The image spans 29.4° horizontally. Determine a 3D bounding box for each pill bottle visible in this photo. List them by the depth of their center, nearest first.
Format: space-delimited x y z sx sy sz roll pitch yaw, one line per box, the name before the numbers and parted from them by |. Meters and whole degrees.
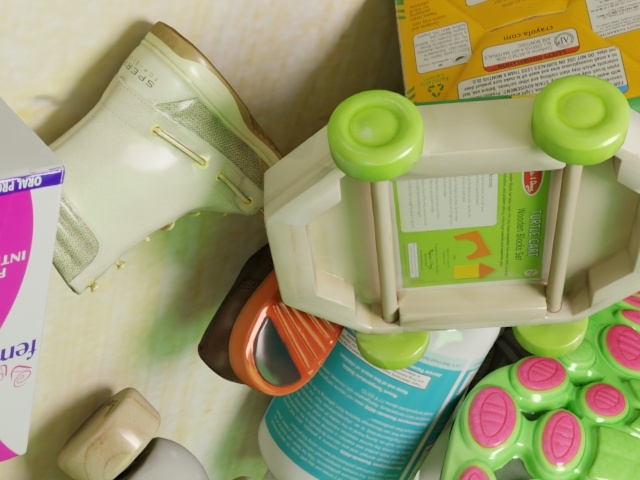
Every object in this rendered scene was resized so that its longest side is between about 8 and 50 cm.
pill bottle | 0.038 0.140 1.070 0.146 0.146 0.264 3 121 -48

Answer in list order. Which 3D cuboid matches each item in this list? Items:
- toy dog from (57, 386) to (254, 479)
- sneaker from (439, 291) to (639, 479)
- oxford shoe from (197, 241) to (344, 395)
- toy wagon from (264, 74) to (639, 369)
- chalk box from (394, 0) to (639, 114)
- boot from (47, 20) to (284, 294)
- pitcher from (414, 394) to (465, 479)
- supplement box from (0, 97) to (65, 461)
toy dog | -0.198 0.262 0.935 0.334 0.220 0.161 -27 179 -21
sneaker | 0.213 0.187 1.139 0.483 0.185 0.202 -43 158 -60
oxford shoe | 0.000 0.000 0.963 0.271 0.098 0.097 -49 120 -25
toy wagon | 0.140 -0.008 0.807 0.344 0.068 0.267 -5 148 3
chalk box | 0.181 -0.076 0.932 0.180 0.179 0.289 -13 146 14
boot | -0.106 -0.024 0.819 0.165 0.077 0.213 -45 140 -6
pitcher | 0.132 0.258 1.327 0.178 0.125 0.207 26 93 -33
supplement box | -0.233 0.029 0.704 0.111 0.114 0.220 -17 136 -38
